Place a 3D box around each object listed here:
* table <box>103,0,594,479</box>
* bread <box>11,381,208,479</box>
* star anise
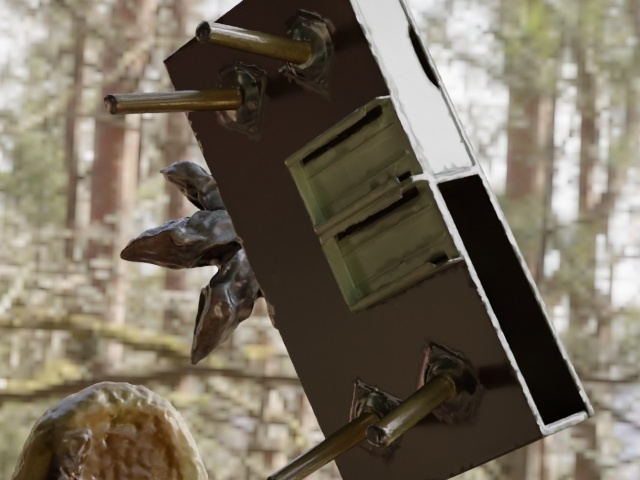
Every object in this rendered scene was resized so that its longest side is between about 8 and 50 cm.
[{"bbox_3d":[0.000,0.000,0.811,0.111,0.240,0.121,-13,-14,-48],"label":"table"},{"bbox_3d":[-0.251,0.292,2.113,0.244,0.244,0.134,4,-19,-20],"label":"bread"},{"bbox_3d":[-0.021,-0.006,1.401,0.262,0.230,0.081,-8,-28,-25],"label":"star anise"}]
